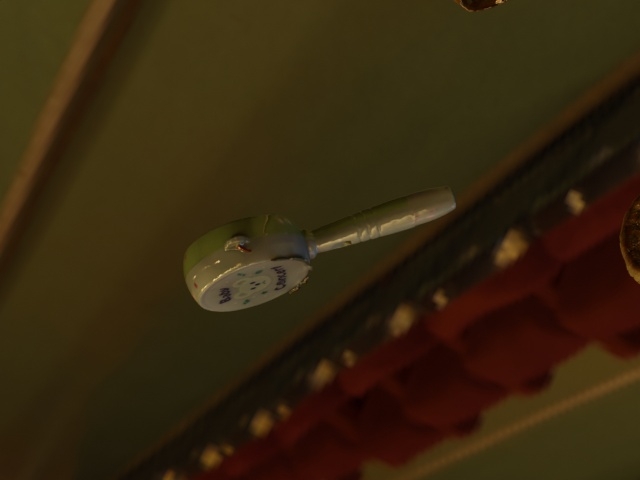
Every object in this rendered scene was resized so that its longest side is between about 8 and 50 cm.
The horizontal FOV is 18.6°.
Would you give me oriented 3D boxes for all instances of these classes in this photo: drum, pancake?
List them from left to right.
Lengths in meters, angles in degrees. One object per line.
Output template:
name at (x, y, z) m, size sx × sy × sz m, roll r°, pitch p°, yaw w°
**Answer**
drum at (-0.004, 0.009, 1.807) m, size 0.253 × 0.049 × 0.130 m, roll -12°, pitch 158°, yaw -19°
pancake at (0.380, -0.020, 2.088) m, size 0.028 × 0.158 × 0.158 m, roll 40°, pitch 155°, yaw -29°

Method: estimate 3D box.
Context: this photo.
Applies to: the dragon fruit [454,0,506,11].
dragon fruit at (0.126, -0.297, 1.350) m, size 0.226 × 0.305 × 0.305 m, roll 23°, pitch 163°, yaw -26°
